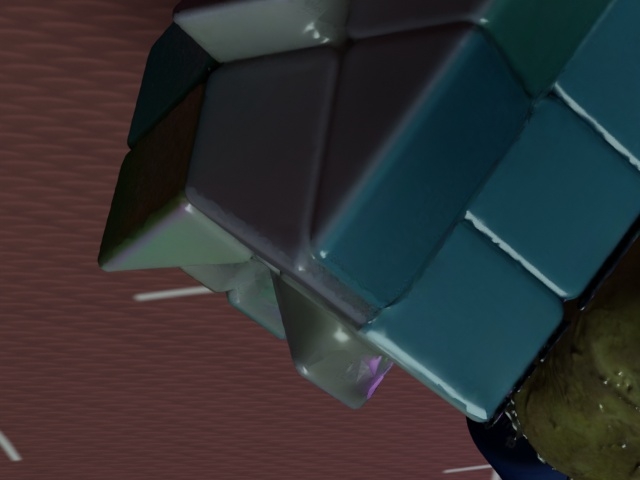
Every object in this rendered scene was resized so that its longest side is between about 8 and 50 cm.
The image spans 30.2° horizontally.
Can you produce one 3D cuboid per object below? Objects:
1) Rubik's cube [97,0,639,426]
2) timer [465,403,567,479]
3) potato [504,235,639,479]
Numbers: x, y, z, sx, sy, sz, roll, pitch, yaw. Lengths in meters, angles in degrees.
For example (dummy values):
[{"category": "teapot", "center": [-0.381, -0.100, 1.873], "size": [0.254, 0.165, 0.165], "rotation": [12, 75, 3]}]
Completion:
[{"category": "Rubik's cube", "center": [0.039, -0.083, 0.792], "size": [0.387, 0.368, 0.358], "rotation": [-52, 140, -4]}, {"category": "timer", "center": [0.225, 0.121, 1.304], "size": [0.270, 0.270, 0.383], "rotation": [-25, 131, 30]}, {"category": "potato", "center": [0.345, 0.126, 1.119], "size": [0.288, 0.301, 0.237], "rotation": [20, 176, -22]}]
